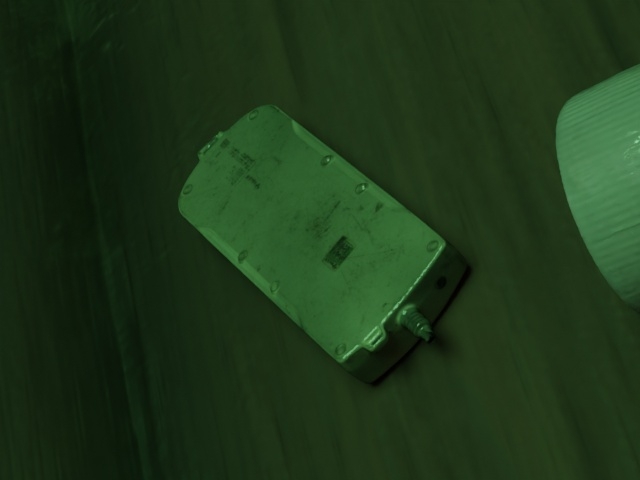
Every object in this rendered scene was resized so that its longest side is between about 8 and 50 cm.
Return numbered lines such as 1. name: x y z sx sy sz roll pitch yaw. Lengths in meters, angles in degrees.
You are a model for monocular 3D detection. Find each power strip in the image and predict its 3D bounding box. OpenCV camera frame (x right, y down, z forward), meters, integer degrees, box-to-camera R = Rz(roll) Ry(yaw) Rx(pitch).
1. power strip: 0.000 0.000 0.990 0.080 0.029 0.227 -49 40 0

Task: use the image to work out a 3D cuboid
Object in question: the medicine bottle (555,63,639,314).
1. medicine bottle: 0.219 -0.055 0.742 0.247 0.147 0.147 -22 48 29
